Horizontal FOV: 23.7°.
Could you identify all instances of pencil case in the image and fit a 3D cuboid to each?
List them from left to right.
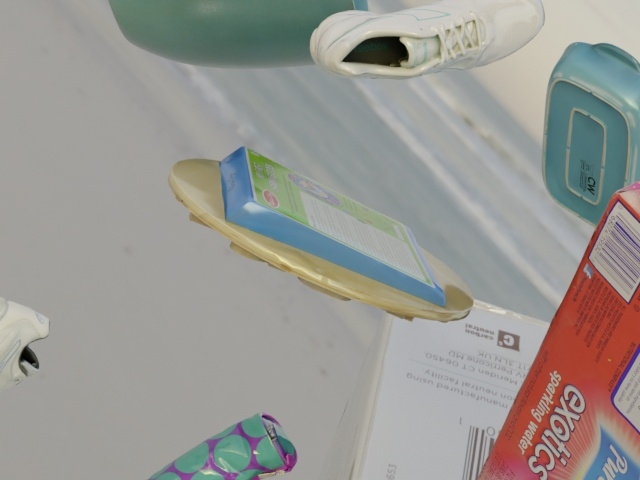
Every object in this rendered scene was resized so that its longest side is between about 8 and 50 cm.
[{"bbox_3d":[-0.100,0.230,1.500,0.070,0.152,0.064,61,4,35],"label":"pencil case"}]

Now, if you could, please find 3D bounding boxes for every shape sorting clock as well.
[{"bbox_3d":[0.000,0.000,0.952,0.206,0.040,0.206,27,13,-7],"label":"shape sorting clock"}]

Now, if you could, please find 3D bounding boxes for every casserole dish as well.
[{"bbox_3d":[0.227,-0.076,1.245,0.114,0.037,0.188,36,-32,32],"label":"casserole dish"}]

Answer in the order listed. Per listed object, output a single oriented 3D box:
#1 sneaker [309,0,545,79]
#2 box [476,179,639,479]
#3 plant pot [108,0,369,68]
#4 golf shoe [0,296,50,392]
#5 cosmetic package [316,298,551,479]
[{"bbox_3d":[0.072,-0.125,0.967,0.061,0.152,0.053,-115,-166,-70],"label":"sneaker"},{"bbox_3d":[0.182,0.081,0.725,0.128,0.123,0.257,50,-33,27],"label":"box"},{"bbox_3d":[-0.089,-0.300,1.487,0.293,0.235,0.293,-9,90,-84],"label":"plant pot"},{"bbox_3d":[-0.292,0.120,1.336,0.086,0.176,0.069,13,43,-23],"label":"golf shoe"},{"bbox_3d":[0.153,0.317,1.537,0.329,0.393,0.327,18,38,-2],"label":"cosmetic package"}]
